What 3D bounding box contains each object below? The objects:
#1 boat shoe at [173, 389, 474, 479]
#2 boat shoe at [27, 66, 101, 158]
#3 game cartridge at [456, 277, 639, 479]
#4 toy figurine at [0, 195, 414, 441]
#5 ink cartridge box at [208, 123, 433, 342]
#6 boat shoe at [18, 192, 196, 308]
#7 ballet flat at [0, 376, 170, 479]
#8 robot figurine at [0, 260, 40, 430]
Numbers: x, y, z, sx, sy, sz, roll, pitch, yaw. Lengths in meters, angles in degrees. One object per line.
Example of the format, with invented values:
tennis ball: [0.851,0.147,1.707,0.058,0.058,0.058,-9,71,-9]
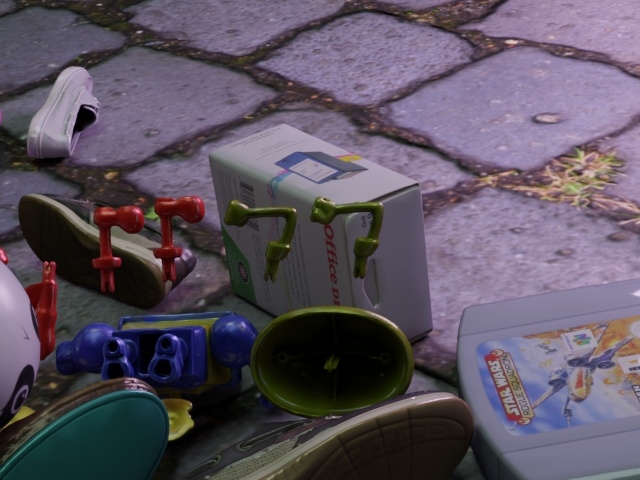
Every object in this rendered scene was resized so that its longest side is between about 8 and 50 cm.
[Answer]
boat shoe: [-0.021,0.177,1.225,0.285,0.103,0.092,-26,35,-17]
boat shoe: [-0.300,-0.155,1.982,0.063,0.066,0.184,10,28,6]
game cartridge: [0.213,0.125,1.305,0.198,0.062,0.297,-6,27,-4]
toy figurine: [-0.103,0.066,1.373,0.362,0.191,0.217,-5,-4,5]
ink cartridge box: [0.000,0.000,1.493,0.093,0.154,0.212,-23,30,-28]
boat shoe: [-0.215,0.003,1.644,0.223,0.080,0.073,24,36,38]
ballet flat: [-0.248,0.224,1.166,0.124,0.116,0.342,-2,43,45]
robot figurine: [-0.323,0.102,1.200,0.278,0.209,0.173,-33,-2,40]
